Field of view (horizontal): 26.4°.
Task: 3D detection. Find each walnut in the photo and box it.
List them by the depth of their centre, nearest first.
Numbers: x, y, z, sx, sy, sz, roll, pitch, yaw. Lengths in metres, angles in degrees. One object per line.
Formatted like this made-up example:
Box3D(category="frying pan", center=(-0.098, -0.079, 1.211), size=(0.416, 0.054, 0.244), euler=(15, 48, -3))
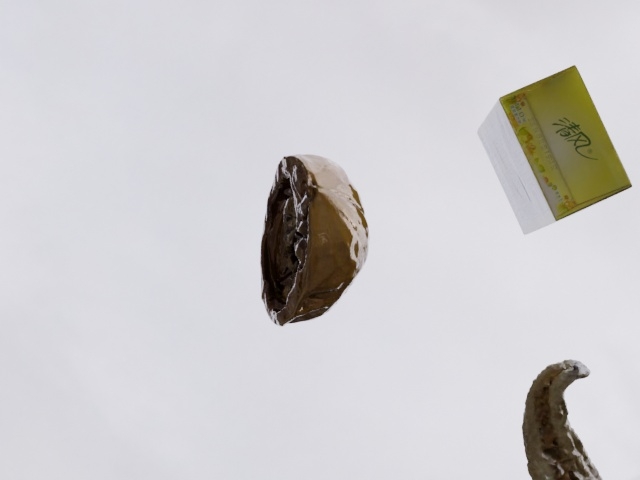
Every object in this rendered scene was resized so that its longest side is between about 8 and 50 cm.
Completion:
Box3D(category="walnut", center=(0.000, 0.000, 0.791), size=(0.052, 0.091, 0.121), euler=(0, -30, -18))

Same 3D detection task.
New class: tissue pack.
Box3D(category="tissue pack", center=(0.169, -0.062, 1.008), size=(0.176, 0.062, 0.095), euler=(52, 13, -86))

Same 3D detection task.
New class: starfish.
Box3D(category="starfish", center=(0.241, 0.245, 1.025), size=(0.327, 0.375, 0.094), euler=(53, -43, 0))
